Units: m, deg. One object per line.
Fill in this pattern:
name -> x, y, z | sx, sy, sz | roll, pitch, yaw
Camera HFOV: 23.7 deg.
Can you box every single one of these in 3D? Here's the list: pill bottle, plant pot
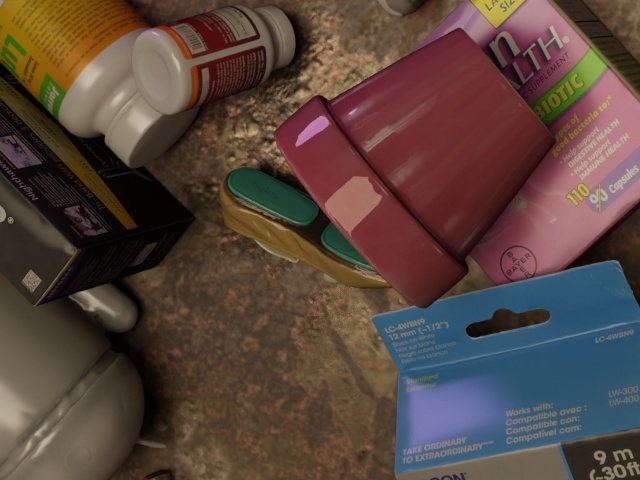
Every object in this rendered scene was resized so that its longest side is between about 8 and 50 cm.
pill bottle -> -0.101, -0.181, 1.488 | 0.086, 0.152, 0.086 | 27, 128, 41
plant pot -> 0.091, -0.074, 1.293 | 0.180, 0.201, 0.201 | -41, 82, 7
pill bottle -> -0.243, -0.193, 1.559 | 0.245, 0.136, 0.136 | 45, 112, 11

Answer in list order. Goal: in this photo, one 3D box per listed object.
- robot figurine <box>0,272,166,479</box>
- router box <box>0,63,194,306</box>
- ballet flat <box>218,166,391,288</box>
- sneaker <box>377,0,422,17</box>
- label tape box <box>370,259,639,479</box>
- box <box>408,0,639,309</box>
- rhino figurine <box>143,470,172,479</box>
robot figurine -> -0.328, 0.141, 1.596 | 0.353, 0.200, 0.300 | 43, 73, -3
router box -> -0.306, -0.084, 1.546 | 0.309, 0.243, 0.081 | 45, 112, 11
ballet flat -> 0.000, 0.000, 1.535 | 0.232, 0.080, 0.073 | 29, 136, 19
sneaker -> 0.133, -0.328, 1.400 | 0.115, 0.105, 0.281 | 27, 111, 10
label tape box -> 0.208, 0.210, 1.389 | 0.249, 0.115, 0.348 | -15, 116, 24
box -> 0.192, -0.102, 1.403 | 0.213, 0.117, 0.243 | -44, 80, 22
rhino figurine -> -0.240, 0.332, 1.677 | 0.243, 0.073, 0.106 | -21, 87, 26
